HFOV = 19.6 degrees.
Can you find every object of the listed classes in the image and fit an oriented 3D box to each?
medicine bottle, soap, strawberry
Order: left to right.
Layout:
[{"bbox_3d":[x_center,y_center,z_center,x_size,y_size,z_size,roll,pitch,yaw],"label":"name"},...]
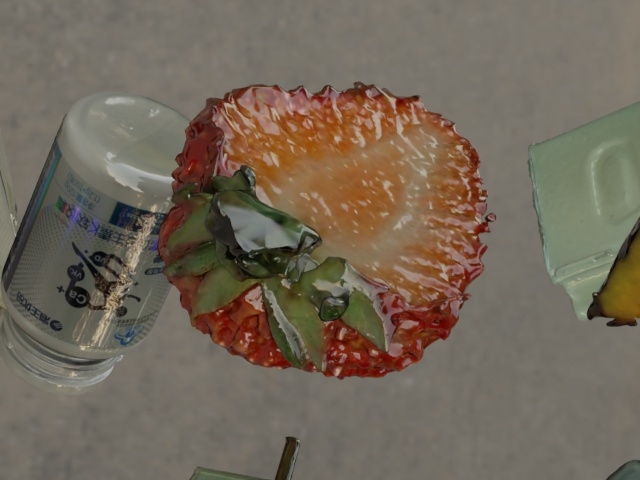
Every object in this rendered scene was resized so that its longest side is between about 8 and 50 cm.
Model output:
[{"bbox_3d":[-0.144,0.006,1.207,0.107,0.107,0.191,-39,160,-56],"label":"medicine bottle"},{"bbox_3d":[0.000,0.000,1.053,0.106,0.188,0.286,-55,170,28],"label":"strawberry"},{"bbox_3d":[0.227,-0.039,1.107,0.063,0.198,0.114,49,26,-43],"label":"soap"}]

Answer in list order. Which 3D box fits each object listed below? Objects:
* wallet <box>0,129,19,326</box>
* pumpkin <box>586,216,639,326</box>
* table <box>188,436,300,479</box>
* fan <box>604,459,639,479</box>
[{"bbox_3d":[-0.306,-0.079,1.465,0.275,0.068,0.335,58,10,-63],"label":"wallet"},{"bbox_3d":[0.226,-0.043,0.734,0.130,0.254,0.149,-42,122,-41],"label":"pumpkin"},{"bbox_3d":[0.053,0.183,1.009,0.111,0.240,0.121,-54,147,-54],"label":"table"},{"bbox_3d":[0.055,0.195,0.807,0.023,0.282,0.057,6,45,-57],"label":"fan"}]
